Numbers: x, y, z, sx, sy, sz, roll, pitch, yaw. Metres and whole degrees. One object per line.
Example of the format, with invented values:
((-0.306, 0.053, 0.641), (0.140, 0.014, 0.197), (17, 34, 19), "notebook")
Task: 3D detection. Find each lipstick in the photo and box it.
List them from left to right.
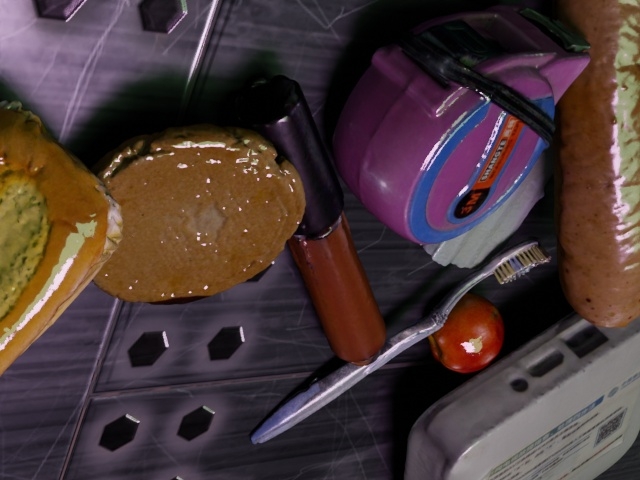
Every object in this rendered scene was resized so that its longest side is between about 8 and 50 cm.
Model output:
((0.000, 0.000, 1.286), (0.077, 0.077, 0.418), (-36, 140, -13), "lipstick")

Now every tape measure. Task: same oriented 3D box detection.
((0.133, -0.118, 1.259), (0.245, 0.149, 0.231), (-10, 138, -46), "tape measure")

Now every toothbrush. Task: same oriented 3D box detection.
((0.091, 0.118, 1.464), (0.413, 0.042, 0.035), (-33, 149, -2), "toothbrush")

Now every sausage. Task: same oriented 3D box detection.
((0.314, -0.122, 1.363), (0.136, 0.123, 0.501), (-59, 146, -57), "sausage")

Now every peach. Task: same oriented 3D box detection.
((0.179, 0.111, 1.523), (0.100, 0.101, 0.101), (-23, 134, -26), "peach")

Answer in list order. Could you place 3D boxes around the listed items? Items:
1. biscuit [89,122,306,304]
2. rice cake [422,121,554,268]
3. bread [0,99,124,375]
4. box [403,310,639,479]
((-0.124, -0.023, 1.139), (0.226, 0.042, 0.226), (-11, 137, -10), "biscuit")
((0.213, -0.073, 1.442), (0.127, 0.043, 0.237), (10, 115, -47), "rice cake")
((-0.288, 0.035, 1.007), (0.288, 0.152, 0.119), (-47, 179, 0), "bread")
((0.285, 0.258, 1.685), (0.396, 0.111, 0.396), (-30, 147, -22), "box")
